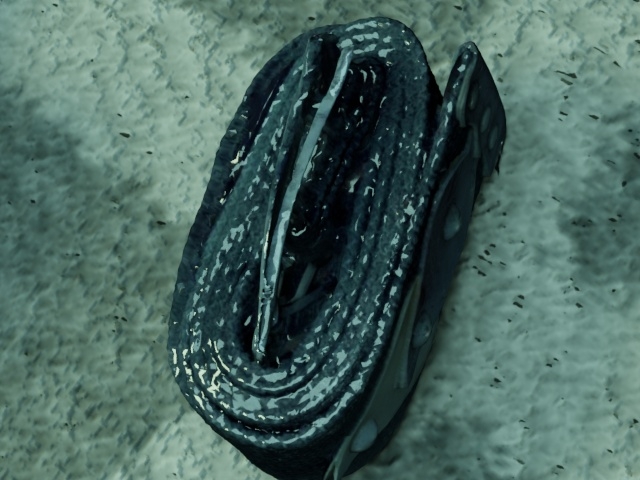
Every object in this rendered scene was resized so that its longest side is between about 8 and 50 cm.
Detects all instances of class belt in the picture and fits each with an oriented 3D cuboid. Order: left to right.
[{"bbox_3d":[0.000,0.000,0.896,0.122,0.128,0.218,13,76,19],"label":"belt"}]
